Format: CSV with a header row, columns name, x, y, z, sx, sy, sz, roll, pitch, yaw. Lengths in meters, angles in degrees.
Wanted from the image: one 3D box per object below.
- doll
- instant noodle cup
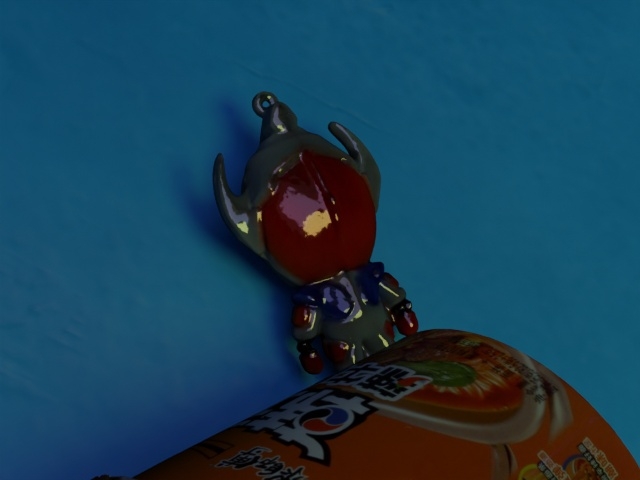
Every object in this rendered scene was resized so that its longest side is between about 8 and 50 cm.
name,x,y,z,sx,sy,sz,roll,pitch,yaw
doll,0.001,0.000,0.666,0.104,0.062,0.194,-21,87,-8
instant noodle cup,0.029,0.171,0.522,0.192,0.250,0.250,-30,83,-37
